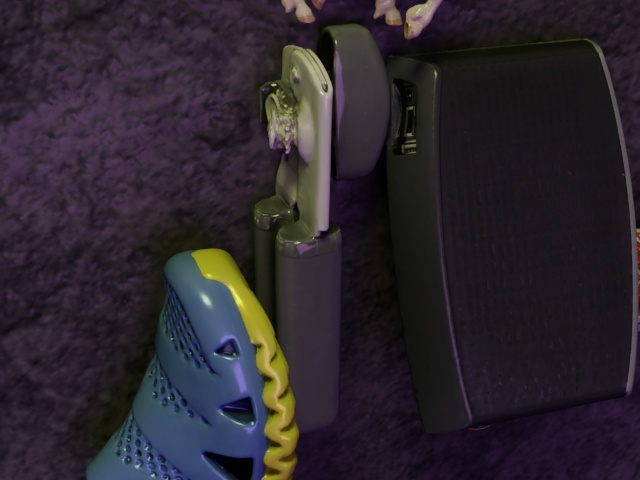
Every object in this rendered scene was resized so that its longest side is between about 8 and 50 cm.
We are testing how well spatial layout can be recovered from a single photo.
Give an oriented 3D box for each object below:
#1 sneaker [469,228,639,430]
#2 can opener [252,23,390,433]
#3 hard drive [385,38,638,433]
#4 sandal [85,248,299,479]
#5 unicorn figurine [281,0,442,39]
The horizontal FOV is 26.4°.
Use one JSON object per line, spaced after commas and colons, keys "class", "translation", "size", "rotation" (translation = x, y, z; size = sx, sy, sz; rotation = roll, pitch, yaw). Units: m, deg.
{"class": "sneaker", "translation": [0.178, 0.064, 1.025], "size": [0.225, 0.088, 0.093], "rotation": [-27, 146, -8]}
{"class": "can opener", "translation": [0.000, 0.000, 0.899], "size": [0.093, 0.074, 0.280], "rotation": [-8, 121, -21]}
{"class": "hard drive", "translation": [0.134, -0.004, 0.913], "size": [0.172, 0.054, 0.255], "rotation": [-8, 95, -20]}
{"class": "sandal", "translation": [-0.093, 0.153, 0.920], "size": [0.138, 0.126, 0.317], "rotation": [-6, 119, -17]}
{"class": "unicorn figurine", "translation": [0.042, -0.183, 0.822], "size": [0.161, 0.060, 0.111], "rotation": [0, 118, -25]}
